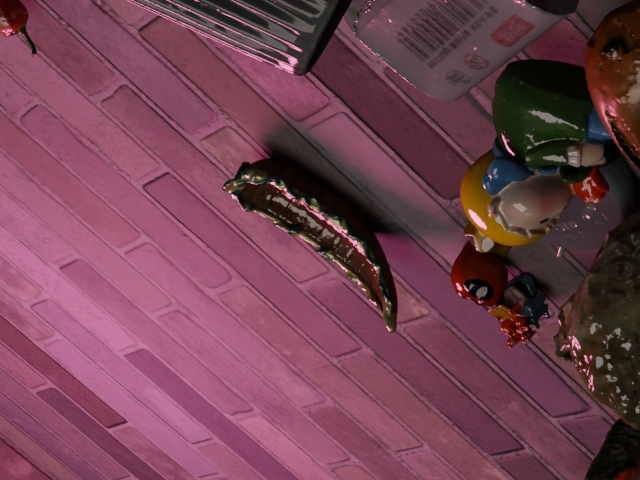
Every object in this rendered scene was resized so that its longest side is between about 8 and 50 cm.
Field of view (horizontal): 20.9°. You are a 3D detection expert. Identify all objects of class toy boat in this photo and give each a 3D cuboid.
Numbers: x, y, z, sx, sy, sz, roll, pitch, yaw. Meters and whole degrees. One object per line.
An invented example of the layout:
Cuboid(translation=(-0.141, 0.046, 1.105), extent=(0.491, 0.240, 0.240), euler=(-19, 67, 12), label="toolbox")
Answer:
Cuboid(translation=(0.009, -0.006, 2.248), extent=(0.293, 0.099, 0.108), euler=(40, 150, 3), label="toy boat")

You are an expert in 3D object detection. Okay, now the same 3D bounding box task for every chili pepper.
Cuboid(translation=(-0.425, -0.319, 2.242), extent=(0.191, 0.050, 0.059), euler=(54, 149, -11), label="chili pepper")

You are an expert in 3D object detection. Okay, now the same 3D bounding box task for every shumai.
Cuboid(translation=(0.342, 0.074, 1.955), extent=(0.222, 0.225, 0.261), euler=(28, 139, 47), label="shumai")

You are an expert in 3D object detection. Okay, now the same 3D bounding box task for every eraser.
Cuboid(translation=(0.138, -0.249, 1.778), extent=(0.174, 0.081, 0.227), euler=(41, 150, -8), label="eraser")

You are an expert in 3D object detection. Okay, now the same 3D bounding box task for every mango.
Cuboid(translation=(0.354, -0.138, 1.677), extent=(0.156, 0.151, 0.248), euler=(-39, 121, 17), label="mango")

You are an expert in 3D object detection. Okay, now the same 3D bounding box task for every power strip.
Cuboid(translation=(0.286, -0.046, 1.972), extent=(0.137, 0.044, 0.216), euler=(29, 150, 6), label="power strip")

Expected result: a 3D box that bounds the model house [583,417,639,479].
Cuboid(translation=(0.519, 0.358, 2.199), extent=(0.301, 0.190, 0.271), euler=(-4, 132, 45), label="model house")

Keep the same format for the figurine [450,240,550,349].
Cuboid(translation=(0.221, 0.062, 2.166), extent=(0.140, 0.075, 0.068), euler=(48, 150, -4), label="figurine")

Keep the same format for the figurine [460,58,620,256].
Cuboid(translation=(0.247, -0.070, 1.836), extent=(0.185, 0.127, 0.234), euler=(13, 120, 3), label="figurine")

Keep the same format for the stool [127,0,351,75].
Cuboid(translation=(-0.102, -0.340, 1.679), extent=(0.330, 0.297, 0.297), euler=(29, 150, -1), label="stool")
